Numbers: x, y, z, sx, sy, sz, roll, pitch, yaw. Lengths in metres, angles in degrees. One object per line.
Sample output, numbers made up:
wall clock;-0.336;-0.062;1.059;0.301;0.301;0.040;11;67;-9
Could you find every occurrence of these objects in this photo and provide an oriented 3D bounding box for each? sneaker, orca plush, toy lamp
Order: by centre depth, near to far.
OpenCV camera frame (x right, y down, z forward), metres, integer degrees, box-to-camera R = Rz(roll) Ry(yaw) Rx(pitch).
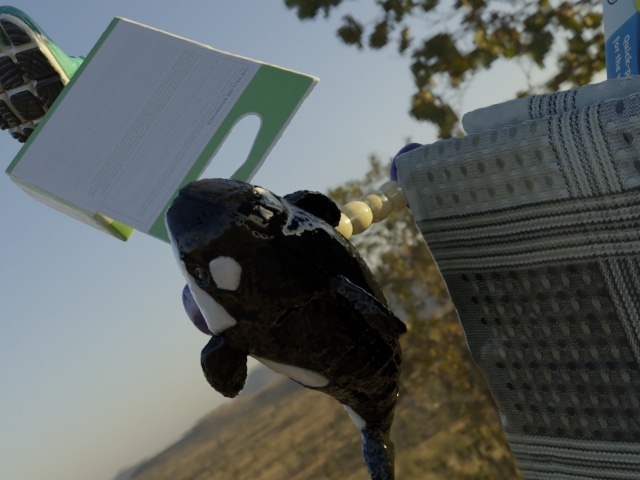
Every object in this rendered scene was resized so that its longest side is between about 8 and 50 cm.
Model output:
orca plush;0.009;0.070;0.794;0.102;0.287;0.151;15;48;44
toy lamp;0.000;0.000;1.044;0.274;0.080;0.080;-30;-5;-30
sneaker;-0.251;-0.141;1.187;0.107;0.110;0.275;-6;-34;24

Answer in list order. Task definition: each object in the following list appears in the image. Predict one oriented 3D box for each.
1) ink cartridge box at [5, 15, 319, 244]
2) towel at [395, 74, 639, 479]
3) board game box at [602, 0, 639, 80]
ink cartridge box;-0.122;-0.079;0.948;0.171;0.235;0.056;-58;-35;-14
towel;0.207;0.051;0.732;0.056;0.312;0.324;-30;12;-34
board game box;0.321;-0.165;0.808;0.079;0.254;0.336;12;-26;-19
